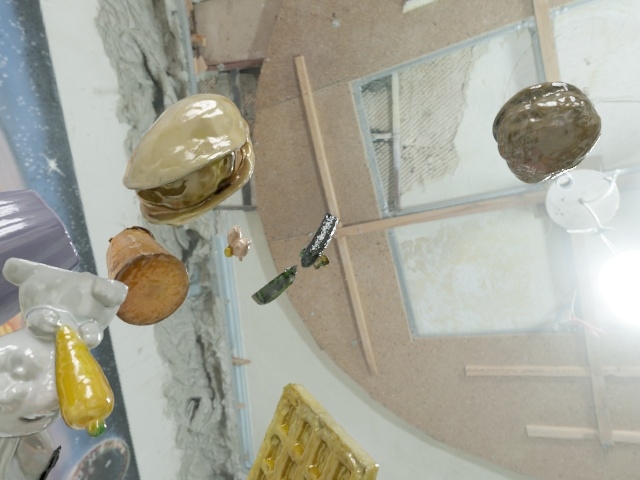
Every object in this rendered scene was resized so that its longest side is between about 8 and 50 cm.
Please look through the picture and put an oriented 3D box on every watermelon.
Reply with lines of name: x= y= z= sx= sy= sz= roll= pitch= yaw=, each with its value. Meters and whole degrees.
watermelon: x=-0.178 y=0.175 z=1.516 sx=0.245 sy=0.119 sz=0.063 roll=-39 pitch=-83 yaw=24

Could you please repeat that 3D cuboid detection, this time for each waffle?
waffle: x=-0.026 y=0.400 z=0.676 sx=0.248 sy=0.055 sz=0.221 roll=25 pitch=-87 yaw=53

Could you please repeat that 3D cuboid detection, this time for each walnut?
walnut: x=0.562 y=-0.271 z=1.007 sx=0.248 sy=0.248 sz=0.248 roll=8 pitch=-71 yaw=23

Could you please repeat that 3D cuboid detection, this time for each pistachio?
pistachio: x=-0.260 y=-0.171 z=0.848 sx=0.238 sy=0.321 sz=0.229 roll=6 pitch=-44 yaw=29

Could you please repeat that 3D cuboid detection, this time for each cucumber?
cucumber: x=0.002 y=-0.002 z=1.341 sx=0.067 sy=0.245 sz=0.067 roll=16 pitch=-40 yaw=14

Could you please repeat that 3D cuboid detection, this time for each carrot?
carrot: x=-0.472 y=0.074 z=1.035 sx=0.254 sy=0.196 sz=0.195 roll=30 pitch=-61 yaw=44

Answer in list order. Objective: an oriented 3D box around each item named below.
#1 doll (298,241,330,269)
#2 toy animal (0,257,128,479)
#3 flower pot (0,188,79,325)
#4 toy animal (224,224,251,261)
doll: x=-0.016 y=0.049 z=1.420 sx=0.113 sy=0.076 sz=0.078 roll=33 pitch=-43 yaw=-30
toy animal: x=-0.219 y=0.118 z=0.328 sx=0.131 sy=0.181 sz=0.127 roll=17 pitch=-23 yaw=-6
flower pot: x=-0.605 y=0.033 z=0.736 sx=0.265 sy=0.243 sz=0.265 roll=26 pitch=-47 yaw=31
toy animal: x=-0.258 y=0.008 z=1.318 sx=0.082 sy=0.091 sz=0.114 roll=17 pitch=-73 yaw=21
